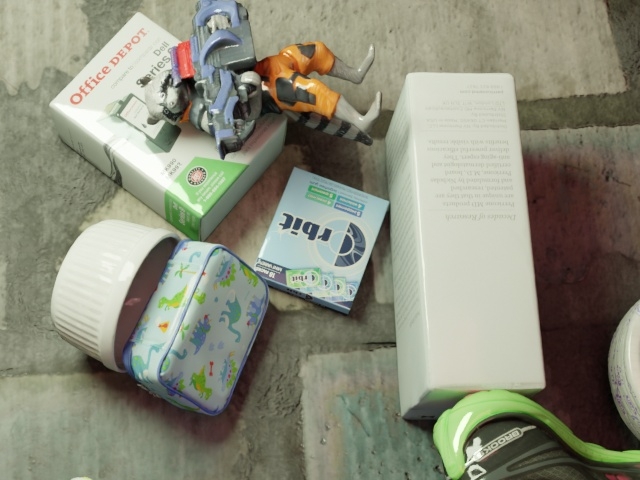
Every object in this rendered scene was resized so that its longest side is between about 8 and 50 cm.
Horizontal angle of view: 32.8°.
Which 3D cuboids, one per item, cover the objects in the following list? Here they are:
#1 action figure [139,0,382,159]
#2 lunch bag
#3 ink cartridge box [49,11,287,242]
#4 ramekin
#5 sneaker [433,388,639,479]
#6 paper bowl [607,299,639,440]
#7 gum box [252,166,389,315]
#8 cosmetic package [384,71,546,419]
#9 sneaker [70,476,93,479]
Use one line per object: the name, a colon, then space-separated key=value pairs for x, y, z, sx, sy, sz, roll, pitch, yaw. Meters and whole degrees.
action figure: x=-0.084 y=-0.183 z=1.502 sx=0.330 sy=0.178 sz=0.341 roll=1 pitch=45 yaw=-2
lunch bag: x=-0.167 y=0.124 z=1.515 sx=0.090 sy=0.176 sz=0.218 roll=8 pitch=68 yaw=37
ink cartridge box: x=-0.227 y=-0.169 z=1.634 sx=0.289 sy=0.121 sz=0.211 roll=36 pitch=71 yaw=8
ramekin: x=-0.283 y=0.068 z=1.509 sx=0.109 sy=0.207 sz=0.207 roll=20 pitch=70 yaw=12
sneaker: x=0.350 y=0.363 z=1.409 sx=0.483 sy=0.185 sz=0.202 roll=22 pitch=46 yaw=-17
paper bowl: x=0.555 y=0.191 z=1.562 sx=0.284 sy=0.148 sz=0.284 roll=1 pitch=71 yaw=-4
gum box: x=0.000 y=0.000 z=1.638 sx=0.157 sy=0.041 sz=0.184 roll=21 pitch=71 yaw=2
cosmetic package: x=0.195 y=0.012 z=1.551 sx=0.162 sy=0.230 sz=0.453 roll=0 pitch=71 yaw=-5
sneaker: x=-0.316 y=0.438 z=1.431 sx=0.126 sy=0.091 sz=0.240 roll=18 pitch=69 yaw=1
